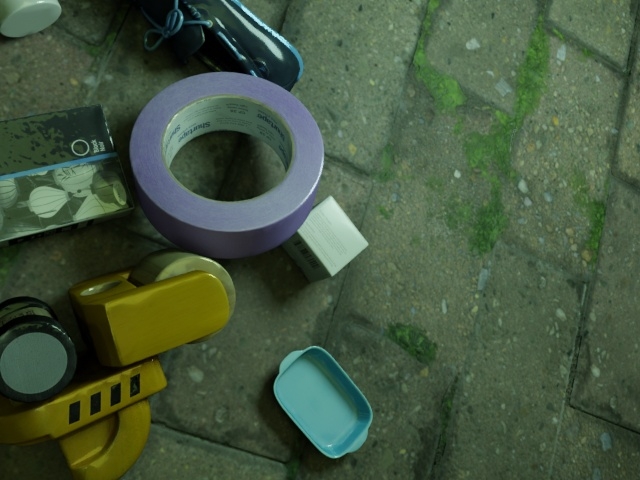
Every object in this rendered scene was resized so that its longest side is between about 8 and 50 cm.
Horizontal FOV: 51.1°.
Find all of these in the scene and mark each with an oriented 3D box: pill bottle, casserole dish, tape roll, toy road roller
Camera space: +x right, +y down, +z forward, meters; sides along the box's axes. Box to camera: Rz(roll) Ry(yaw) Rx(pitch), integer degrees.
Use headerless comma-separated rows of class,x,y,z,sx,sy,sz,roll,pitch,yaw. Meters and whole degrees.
pill bottle,-0.457,-0.405,0.933,0.124,0.124,0.221,-28,92,-25
casserole dish,0.000,0.255,1.060,0.114,0.037,0.188,-42,99,-24
tape roll,-0.136,-0.114,0.987,0.275,0.090,0.274,4,62,-7
toy road roller,-0.266,0.167,0.881,0.330,0.202,0.240,-21,104,-25

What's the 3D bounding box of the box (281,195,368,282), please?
box,0.000,0.000,1.070,0.087,0.102,0.101,-40,97,-22

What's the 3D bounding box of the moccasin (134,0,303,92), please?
moccasin,-0.183,-0.325,1.033,0.342,0.138,0.116,30,75,-15

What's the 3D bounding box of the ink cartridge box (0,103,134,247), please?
ink cartridge box,-0.442,-0.074,0.915,0.333,0.065,0.165,-18,89,-24
